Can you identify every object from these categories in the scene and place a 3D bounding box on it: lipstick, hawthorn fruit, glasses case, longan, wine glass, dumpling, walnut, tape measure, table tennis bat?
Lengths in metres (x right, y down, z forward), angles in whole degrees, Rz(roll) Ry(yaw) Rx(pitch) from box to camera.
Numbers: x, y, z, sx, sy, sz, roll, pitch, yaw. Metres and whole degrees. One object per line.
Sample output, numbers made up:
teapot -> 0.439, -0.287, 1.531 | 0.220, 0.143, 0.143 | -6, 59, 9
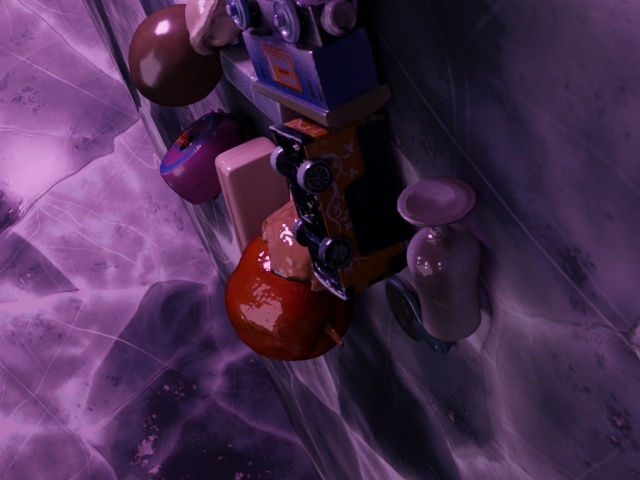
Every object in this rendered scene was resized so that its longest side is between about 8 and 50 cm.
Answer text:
lipstick -> -0.107, -0.301, 1.318 | 0.289, 0.076, 0.077 | 46, 157, 45
hawthorn fruit -> -0.046, 0.137, 1.480 | 0.330, 0.287, 0.287 | 35, 148, 45
glasses case -> -0.143, -0.075, 1.642 | 0.076, 0.144, 0.336 | 46, 154, 42
longan -> -0.317, -0.415, 1.542 | 0.215, 0.246, 0.246 | 34, -175, -40
wine glass -> 0.170, 0.032, 0.949 | 0.103, 0.103, 0.231 | 46, 159, 45
dumpling -> -0.211, -0.428, 1.354 | 0.199, 0.118, 0.136 | -164, 91, -85
walnut -> -0.009, -0.001, 1.279 | 0.238, 0.204, 0.141 | 30, 112, 26
tape measure -> -0.268, -0.206, 1.680 | 0.149, 0.245, 0.231 | 44, 176, -28
table tennis bat -> 0.170, 0.139, 1.227 | 0.201, 0.033, 0.124 | 46, 158, 57

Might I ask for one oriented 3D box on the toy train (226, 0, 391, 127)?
toy train -> -0.030, -0.291, 1.022 | 0.300, 0.131, 0.202 | 40, 153, 54

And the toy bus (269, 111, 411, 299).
toy bus -> 0.038, -0.063, 1.089 | 0.138, 0.167, 0.275 | 34, 143, 58

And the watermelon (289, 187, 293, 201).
watermelon -> -0.019, -0.084, 1.392 | 0.084, 0.072, 0.092 | 54, 166, -23
